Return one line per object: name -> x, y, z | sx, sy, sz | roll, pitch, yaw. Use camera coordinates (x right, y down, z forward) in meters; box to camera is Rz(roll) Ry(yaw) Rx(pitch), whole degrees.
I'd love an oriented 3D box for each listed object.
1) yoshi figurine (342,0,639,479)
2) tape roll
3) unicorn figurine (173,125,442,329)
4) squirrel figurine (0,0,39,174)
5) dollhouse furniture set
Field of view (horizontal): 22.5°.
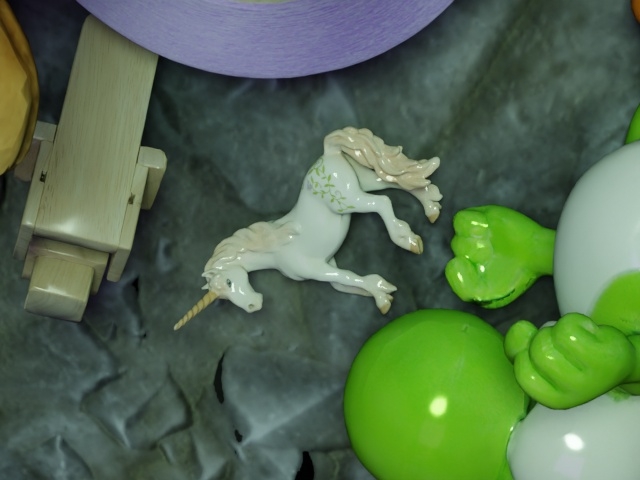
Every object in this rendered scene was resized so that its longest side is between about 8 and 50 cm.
yoshi figurine -> 0.125, 0.029, 0.858 | 0.203, 0.203, 0.362 | 41, 121, 32
tape roll -> -0.029, -0.224, 0.811 | 0.274, 0.090, 0.275 | 5, 121, 9
unicorn figurine -> 0.000, 0.000, 0.958 | 0.111, 0.060, 0.162 | 26, 106, -2
squirrel figurine -> -0.071, -0.291, 0.579 | 0.370, 0.281, 0.397 | -28, 113, 18
dollhouse furniture set -> -0.268, -0.028, 1.009 | 0.303, 0.174, 0.355 | 14, 152, -10
